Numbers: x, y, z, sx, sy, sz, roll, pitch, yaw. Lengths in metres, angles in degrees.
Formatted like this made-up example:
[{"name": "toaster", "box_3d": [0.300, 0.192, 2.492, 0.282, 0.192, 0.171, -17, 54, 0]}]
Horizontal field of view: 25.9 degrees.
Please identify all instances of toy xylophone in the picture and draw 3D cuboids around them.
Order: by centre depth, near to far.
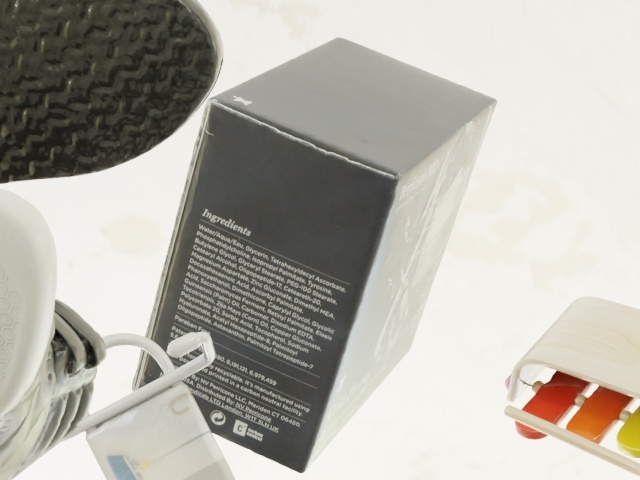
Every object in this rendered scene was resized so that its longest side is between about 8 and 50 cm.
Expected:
[{"name": "toy xylophone", "box_3d": [0.316, 0.159, 1.355, 0.236, 0.323, 0.081, -34, -50, -30]}]

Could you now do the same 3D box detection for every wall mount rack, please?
[{"name": "wall mount rack", "box_3d": [-0.195, 0.252, 1.361, 0.304, 0.350, 0.130, -28, -19, -9]}]

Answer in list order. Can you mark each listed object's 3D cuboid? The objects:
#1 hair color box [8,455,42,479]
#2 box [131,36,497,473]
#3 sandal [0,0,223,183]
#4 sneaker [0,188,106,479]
[{"name": "hair color box", "box_3d": [-0.291, 0.143, 1.140, 0.093, 0.053, 0.167, -39, -35, -5]}, {"name": "box", "box_3d": [0.000, 0.000, 2.051, 0.297, 0.480, 0.471, 22, -65, 15]}, {"name": "sandal", "box_3d": [-0.271, -0.114, 1.096, 0.446, 0.107, 0.167, -17, -72, 24]}, {"name": "sneaker", "box_3d": [-0.179, 0.051, 0.772, 0.104, 0.147, 0.295, 38, -47, 8]}]
